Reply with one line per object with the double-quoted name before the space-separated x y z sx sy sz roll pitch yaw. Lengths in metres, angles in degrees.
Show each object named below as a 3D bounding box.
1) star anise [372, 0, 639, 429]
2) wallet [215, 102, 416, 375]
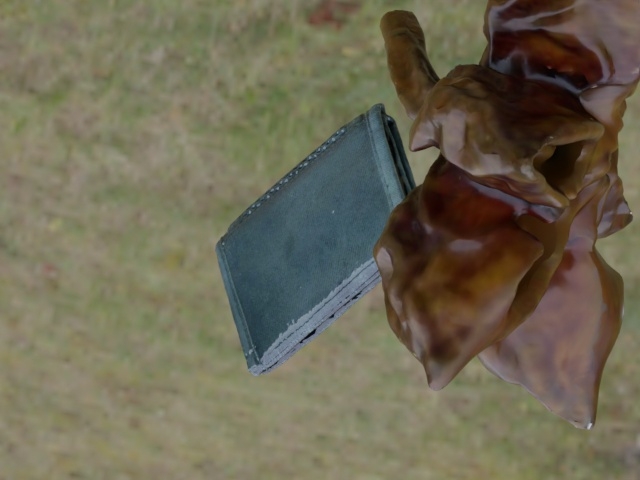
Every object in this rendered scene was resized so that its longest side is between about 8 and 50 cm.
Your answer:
"star anise" 0.076 -0.032 0.690 0.111 0.196 0.212 3 171 -1
"wallet" 0.000 0.000 0.932 0.026 0.088 0.129 17 134 -41
